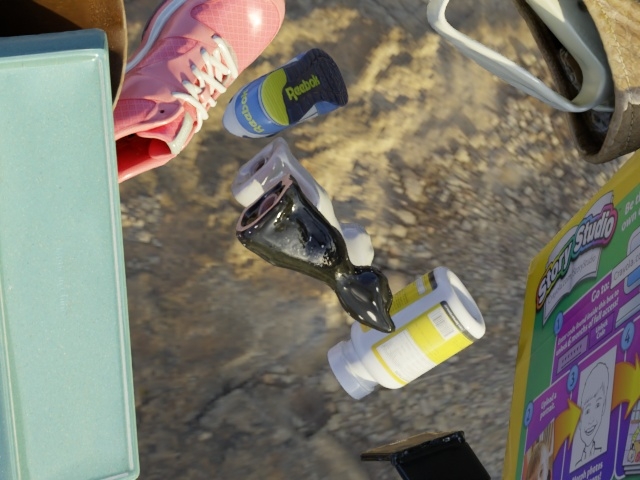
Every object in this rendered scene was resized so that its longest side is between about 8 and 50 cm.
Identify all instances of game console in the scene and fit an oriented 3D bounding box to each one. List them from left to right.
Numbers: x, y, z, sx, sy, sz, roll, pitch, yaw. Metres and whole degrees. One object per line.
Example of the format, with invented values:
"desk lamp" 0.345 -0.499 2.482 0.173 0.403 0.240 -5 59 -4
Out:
"game console" 0.129 0.283 1.725 0.107 0.122 0.071 -13 89 52

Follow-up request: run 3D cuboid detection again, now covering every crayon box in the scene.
"crayon box" 0.228 0.093 0.901 0.106 0.363 0.313 16 64 -8

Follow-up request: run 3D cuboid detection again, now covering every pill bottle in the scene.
"pill bottle" 0.104 0.119 1.732 0.184 0.103 0.103 -33 78 14

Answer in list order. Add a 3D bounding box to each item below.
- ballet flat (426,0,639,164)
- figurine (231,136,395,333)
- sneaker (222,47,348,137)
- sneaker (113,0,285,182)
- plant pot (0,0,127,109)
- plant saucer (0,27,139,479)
"ballet flat" 0.095 -0.177 0.774 0.124 0.116 0.342 -43 110 -7
"figurine" 0.000 0.000 1.612 0.092 0.215 0.209 -43 111 11
"sneaker" -0.027 -0.115 1.108 0.059 0.144 0.053 -25 91 32
"sneaker" -0.145 -0.137 1.367 0.314 0.116 0.136 -38 49 -7
"plant pot" -0.330 -0.184 1.251 0.230 0.215 0.215 2 87 27
"plant saucer" -0.105 0.016 0.549 0.018 0.067 0.192 20 116 55
